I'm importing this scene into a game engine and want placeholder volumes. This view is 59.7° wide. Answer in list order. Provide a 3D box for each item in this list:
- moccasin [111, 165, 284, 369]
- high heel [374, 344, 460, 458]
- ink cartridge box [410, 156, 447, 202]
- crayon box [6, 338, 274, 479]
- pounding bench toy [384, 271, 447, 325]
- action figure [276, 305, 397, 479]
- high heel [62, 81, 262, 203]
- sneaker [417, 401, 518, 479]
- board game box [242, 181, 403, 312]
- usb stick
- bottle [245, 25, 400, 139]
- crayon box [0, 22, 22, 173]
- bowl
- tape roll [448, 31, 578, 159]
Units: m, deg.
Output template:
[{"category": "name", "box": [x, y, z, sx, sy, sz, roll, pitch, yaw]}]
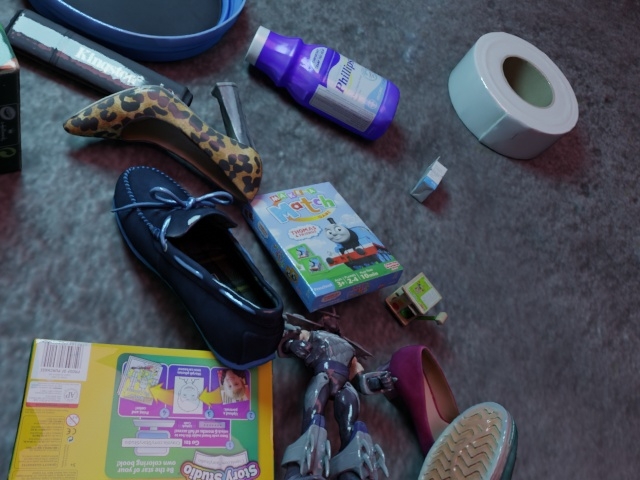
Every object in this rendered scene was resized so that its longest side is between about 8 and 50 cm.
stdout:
[{"category": "moccasin", "box": [-0.146, 0.002, 0.718, 0.342, 0.117, 0.137, 44, 41, 22]}, {"category": "high heel", "box": [0.185, 0.253, 0.787, 0.082, 0.117, 0.244, -31, 80, -36]}, {"category": "ink cartridge box", "box": [0.206, -0.115, 1.045, 0.028, 0.048, 0.083, 39, 54, -3]}, {"category": "crayon box", "box": [-0.193, 0.213, 0.640, 0.278, 0.081, 0.165, 10, 60, -23]}, {"category": "pounding bench toy", "box": [0.154, 0.107, 0.885, 0.052, 0.065, 0.083, -32, 81, -37]}, {"category": "action figure", "box": [0.018, 0.191, 0.717, 0.185, 0.099, 0.285, 21, 37, -18]}, {"category": "high heel", "box": [-0.217, -0.124, 0.803, 0.261, 0.093, 0.186, -14, 83, -20]}, {"category": "sneaker", "box": [0.189, 0.364, 0.721, 0.121, 0.108, 0.302, 37, 73, -27]}, {"category": "board game box", "box": [0.000, 0.000, 0.844, 0.160, 0.039, 0.211, -15, 50, -32]}, {"category": "usb stick", "box": [-0.335, -0.262, 0.855, 0.278, 0.045, 0.077, 25, 59, -14]}, {"category": "bottle", "box": [0.004, -0.291, 1.013, 0.282, 0.092, 0.118, 26, 56, -12]}, {"category": "crayon box", "box": [-0.465, -0.263, 0.692, 0.081, 0.202, 0.319, -20, 75, -34]}, {"category": "bowl", "box": [-0.322, -0.471, 0.959, 0.391, 0.077, 0.391, 12, 59, -21]}, {"category": "tape roll", "box": [0.430, -0.323, 1.243, 0.286, 0.100, 0.286, 12, 59, -21]}]
